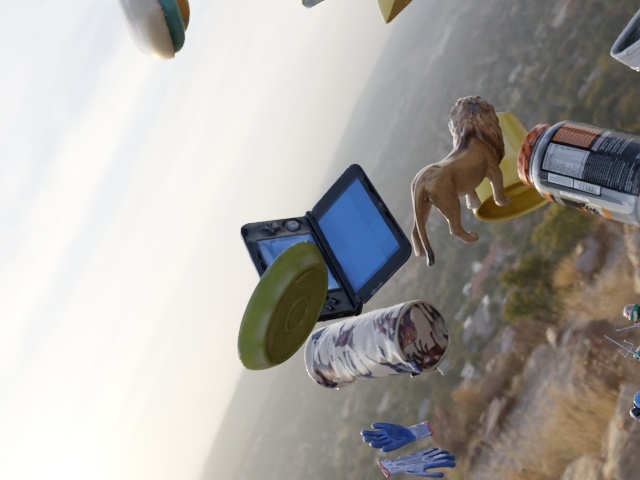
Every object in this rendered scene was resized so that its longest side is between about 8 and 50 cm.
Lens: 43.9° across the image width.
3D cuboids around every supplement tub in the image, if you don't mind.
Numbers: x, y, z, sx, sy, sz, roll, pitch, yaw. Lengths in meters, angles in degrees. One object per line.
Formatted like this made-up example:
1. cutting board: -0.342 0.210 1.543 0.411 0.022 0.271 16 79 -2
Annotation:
1. supplement tub: 0.609 -0.157 1.753 0.316 0.194 0.193 25 92 45

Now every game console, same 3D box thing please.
1. game console: 0.000 0.000 1.596 0.293 0.250 0.173 -119 30 -42

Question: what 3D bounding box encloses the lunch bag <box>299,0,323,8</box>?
1. lunch bag: 0.003 -0.551 1.230 0.169 0.235 0.286 -5 52 54

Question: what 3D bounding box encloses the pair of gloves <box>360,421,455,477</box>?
1. pair of gloves: 0.179 0.423 1.618 0.198 0.160 0.023 -132 40 -63

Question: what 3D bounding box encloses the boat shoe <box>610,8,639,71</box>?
1. boat shoe: 0.594 -0.400 1.343 0.095 0.084 0.258 -98 29 -49

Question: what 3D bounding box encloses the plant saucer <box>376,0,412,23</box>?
1. plant saucer: 0.245 -0.736 1.919 0.332 0.081 0.332 -51 -11 -39

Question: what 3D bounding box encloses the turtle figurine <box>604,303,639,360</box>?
1. turtle figurine: 0.731 0.186 1.700 0.118 0.234 0.175 -60 -35 -24

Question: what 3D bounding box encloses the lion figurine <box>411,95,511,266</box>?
1. lion figurine: 0.289 -0.138 1.695 0.392 0.142 0.240 -46 -56 -44

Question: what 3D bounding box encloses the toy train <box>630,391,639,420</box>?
1. toy train: 0.794 0.363 1.792 0.184 0.080 0.105 -37 50 7

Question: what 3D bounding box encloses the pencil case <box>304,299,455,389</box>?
1. pencil case: 0.128 0.264 1.907 0.160 0.183 0.410 -24 0 -37

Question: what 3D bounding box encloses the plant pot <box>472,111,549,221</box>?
1. plant pot: 0.511 -0.214 2.204 0.254 0.254 0.238 119 140 -58

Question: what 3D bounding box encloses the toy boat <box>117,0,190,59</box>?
1. toy boat: -0.324 -0.502 1.503 0.267 0.148 0.318 -130 21 -64

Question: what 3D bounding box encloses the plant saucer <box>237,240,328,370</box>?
1. plant saucer: -0.052 0.118 1.336 0.241 0.037 0.240 -44 -32 -37
